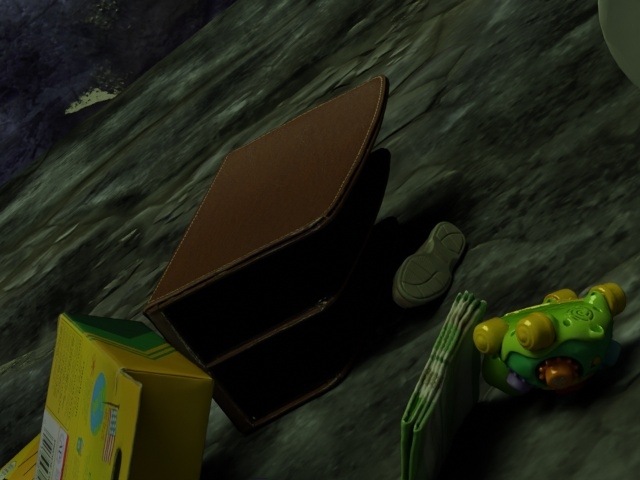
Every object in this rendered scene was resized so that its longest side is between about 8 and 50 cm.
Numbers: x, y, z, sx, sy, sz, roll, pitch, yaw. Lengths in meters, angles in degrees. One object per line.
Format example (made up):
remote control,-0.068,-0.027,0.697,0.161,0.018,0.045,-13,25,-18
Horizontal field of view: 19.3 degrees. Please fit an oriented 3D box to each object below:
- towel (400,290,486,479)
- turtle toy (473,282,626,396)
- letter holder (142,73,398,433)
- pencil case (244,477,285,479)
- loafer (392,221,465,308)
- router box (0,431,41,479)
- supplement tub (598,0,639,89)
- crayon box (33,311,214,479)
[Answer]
towel,0.088,0.123,1.339,0.023,0.113,0.152,10,39,16
turtle toy,0.160,0.077,1.339,0.095,0.066,0.130,-20,3,-32
letter holder,0.000,0.000,1.737,0.214,0.152,0.302,-28,20,25
pencil case,-0.018,0.210,1.372,0.070,0.064,0.151,-28,10,-26
loafer,0.092,0.029,1.663,0.039,0.045,0.125,-47,1,38
router box,-0.254,0.228,1.848,0.133,0.046,0.179,-44,17,-14
supplement tub,0.363,-0.254,1.496,0.228,0.228,0.316,-23,23,43
crayon box,-0.162,0.185,1.528,0.318,0.081,0.202,-155,74,-71
